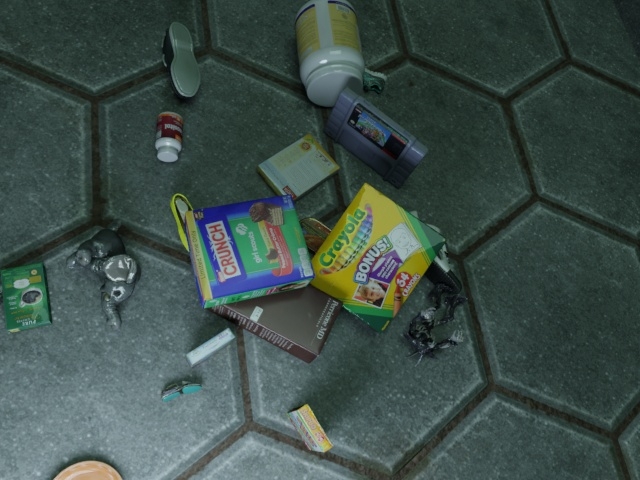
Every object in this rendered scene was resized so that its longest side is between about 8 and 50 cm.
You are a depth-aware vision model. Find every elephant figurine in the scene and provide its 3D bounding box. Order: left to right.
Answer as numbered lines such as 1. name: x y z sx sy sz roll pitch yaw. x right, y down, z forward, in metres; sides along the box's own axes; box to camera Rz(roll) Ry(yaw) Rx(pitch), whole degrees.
1. elephant figurine: -0.594 0.098 1.551 0.239 0.186 0.169 45 22 -5

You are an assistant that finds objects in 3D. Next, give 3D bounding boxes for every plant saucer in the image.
1. plant saucer: -0.601 0.670 1.365 0.200 0.037 0.200 5 68 -13

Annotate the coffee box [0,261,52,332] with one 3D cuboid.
1. coffee box: -0.831 0.160 1.509 0.113 0.040 0.184 -12 72 -18

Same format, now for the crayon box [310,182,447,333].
1. crayon box: 0.165 0.056 1.695 0.313 0.106 0.363 35 88 1

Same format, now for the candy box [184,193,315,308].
1. candy box: -0.208 0.027 1.526 0.317 0.122 0.268 -12 72 -17

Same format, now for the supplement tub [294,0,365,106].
1. supplement tub: 0.034 -0.688 1.956 0.241 0.241 0.331 -1 69 -14

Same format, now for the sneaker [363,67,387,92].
1. sneaker: 0.176 -0.618 2.064 0.166 0.065 0.076 10 72 -8

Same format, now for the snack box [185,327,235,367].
1. snack box: -0.319 0.312 1.544 0.141 0.100 0.037 -32 79 -23

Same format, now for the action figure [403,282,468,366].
1. action figure: 0.369 0.271 1.714 0.164 0.141 0.276 37 63 -10

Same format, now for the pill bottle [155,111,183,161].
1. pill bottle: -0.501 -0.342 1.768 0.086 0.086 0.152 2 69 -13

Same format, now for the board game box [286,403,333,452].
1. board game box: -0.032 0.510 1.448 0.039 0.259 0.124 -30 78 -22

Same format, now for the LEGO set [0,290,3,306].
1. LEGO set: -0.918 0.174 1.496 0.083 0.023 0.054 -35 78 -10

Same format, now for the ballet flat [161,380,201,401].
1. ballet flat: -0.397 0.420 1.518 0.114 0.041 0.041 -15 73 -20

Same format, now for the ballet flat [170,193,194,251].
1. ballet flat: -0.412 -0.048 1.678 0.077 0.077 0.231 -22 76 -22

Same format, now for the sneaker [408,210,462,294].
1. sneaker: 0.388 0.030 1.822 0.146 0.122 0.330 -36 81 -22

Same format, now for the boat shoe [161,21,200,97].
1. boat shoe: -0.496 -0.619 1.882 0.114 0.091 0.302 12 61 -40

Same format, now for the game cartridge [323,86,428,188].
1. game cartridge: 0.185 -0.352 1.865 0.355 0.230 0.068 38 65 3

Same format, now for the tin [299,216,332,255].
1. tin: 0.000 0.000 1.785 0.189 0.040 0.106 36 69 2

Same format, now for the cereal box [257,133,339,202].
1. cereal box: -0.076 -0.247 1.858 0.240 0.047 0.173 -36 81 -23

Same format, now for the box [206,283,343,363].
1. box: -0.147 0.194 1.616 0.381 0.143 0.191 28 64 -4
